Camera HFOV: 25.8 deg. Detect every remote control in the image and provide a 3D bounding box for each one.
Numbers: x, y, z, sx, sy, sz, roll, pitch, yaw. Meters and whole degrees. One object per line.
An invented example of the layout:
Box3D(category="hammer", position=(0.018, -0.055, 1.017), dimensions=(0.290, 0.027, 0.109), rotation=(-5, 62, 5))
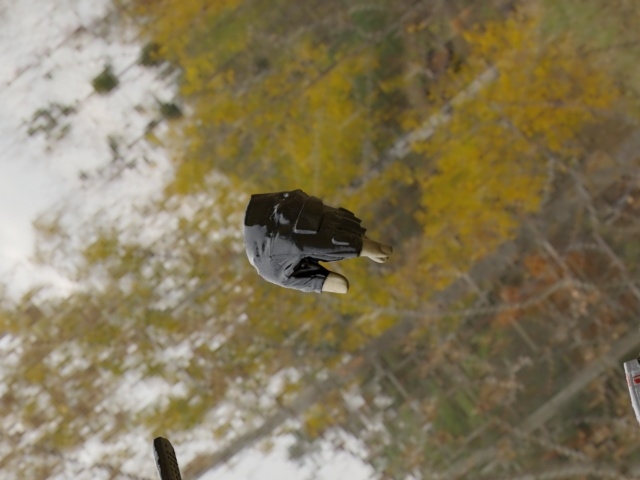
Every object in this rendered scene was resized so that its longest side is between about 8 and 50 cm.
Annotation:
Box3D(category="remote control", position=(-0.204, 0.375, 1.960), dimensions=(0.059, 0.028, 0.212), rotation=(55, -164, -56))

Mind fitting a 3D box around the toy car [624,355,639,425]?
Box3D(category="toy car", position=(0.466, 0.164, 1.636), dimensions=(0.089, 0.210, 0.108), rotation=(41, -145, -56))

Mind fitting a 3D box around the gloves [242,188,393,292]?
Box3D(category="gloves", position=(0.000, 0.000, 1.972), dimensions=(0.124, 0.203, 0.164), rotation=(58, -148, -57))
